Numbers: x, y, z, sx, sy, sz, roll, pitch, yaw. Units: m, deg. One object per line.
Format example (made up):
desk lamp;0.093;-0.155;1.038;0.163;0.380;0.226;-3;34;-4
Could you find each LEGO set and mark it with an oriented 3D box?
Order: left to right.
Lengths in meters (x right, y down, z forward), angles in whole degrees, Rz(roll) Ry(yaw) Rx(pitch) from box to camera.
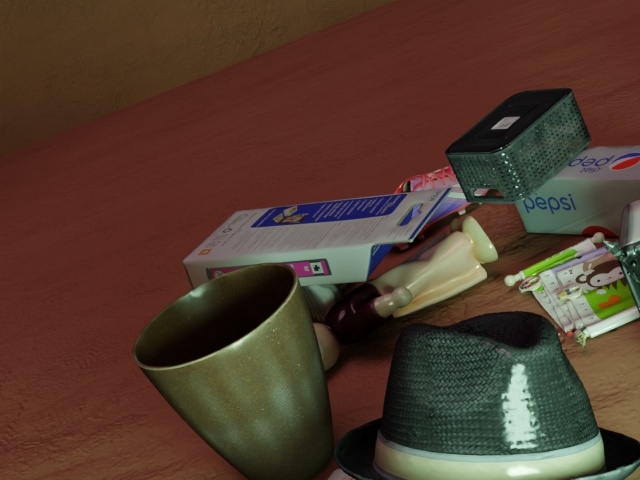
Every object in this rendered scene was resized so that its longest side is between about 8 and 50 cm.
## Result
LEGO set;0.278;0.123;1.498;0.083;0.023;0.054;-37;32;14

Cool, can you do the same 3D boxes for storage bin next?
storage bin;0.280;-0.135;1.765;0.180;0.084;0.122;-38;24;-29

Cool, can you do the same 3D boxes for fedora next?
fedora;0.162;0.155;1.257;0.334;0.152;0.334;-4;4;0

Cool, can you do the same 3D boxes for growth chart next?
growth chart;0.354;0.055;1.596;0.172;0.021;0.237;-28;23;-4

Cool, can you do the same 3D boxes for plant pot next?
plant pot;-0.078;0.181;1.501;0.215;0.230;0.215;-23;21;9

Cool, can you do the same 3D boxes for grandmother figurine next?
grandmother figurine;0.082;0.089;1.734;0.342;0.104;0.208;-33;-5;-9

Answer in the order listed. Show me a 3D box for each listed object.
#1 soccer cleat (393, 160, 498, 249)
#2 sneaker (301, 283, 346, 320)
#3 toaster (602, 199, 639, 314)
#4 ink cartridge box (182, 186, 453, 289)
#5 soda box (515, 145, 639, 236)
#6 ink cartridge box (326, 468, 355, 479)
soccer cleat;0.186;-0.080;1.994;0.248;0.095;0.083;-34;22;-18
sneaker;0.008;0.029;1.928;0.115;0.105;0.281;-25;21;3
toaster;0.420;0.026;1.366;0.168;0.185;0.110;-17;27;23
ink cartridge box;0.000;0.000;1.790;0.371;0.069;0.176;-8;23;30
soda box;0.398;-0.068;1.723;0.091;0.098;0.286;-39;25;-30
ink cartridge box;0.050;0.302;1.360;0.179;0.045;0.145;-21;19;45
